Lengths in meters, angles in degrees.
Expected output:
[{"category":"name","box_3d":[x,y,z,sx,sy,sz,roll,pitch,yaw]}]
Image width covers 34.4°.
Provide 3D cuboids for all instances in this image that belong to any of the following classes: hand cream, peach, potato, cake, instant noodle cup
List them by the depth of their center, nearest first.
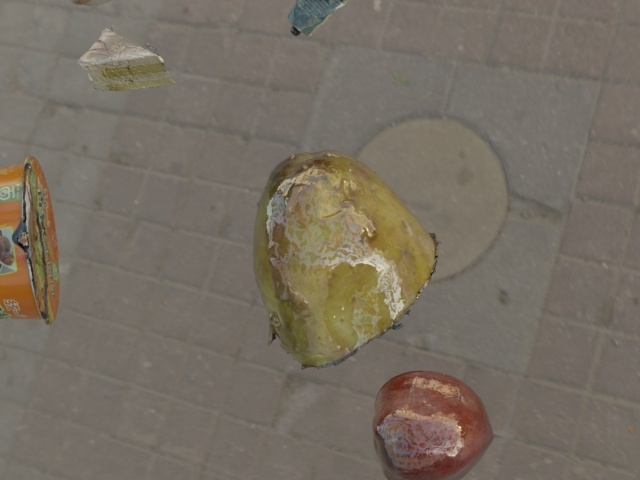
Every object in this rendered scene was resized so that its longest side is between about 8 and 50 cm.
[{"category":"cake","box_3d":[-0.210,-0.190,1.142,0.065,0.052,0.121,-46,44,-17]},{"category":"peach","box_3d":[0.136,0.236,1.242,0.152,0.152,0.152,-6,73,20]},{"category":"instant noodle cup","box_3d":[-0.456,0.007,1.369,0.182,0.230,0.230,-5,72,-6]},{"category":"potato","box_3d":[0.000,0.000,1.564,0.300,0.237,0.289,-28,30,14]},{"category":"hand cream","box_3d":[0.025,-0.414,1.624,0.075,0.052,0.248,54,128,14]}]

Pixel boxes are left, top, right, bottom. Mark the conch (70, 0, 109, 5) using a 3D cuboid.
[{"category":"conch","box_3d":[-0.245,-0.324,1.234,0.176,0.104,0.094,13,102,31]}]
